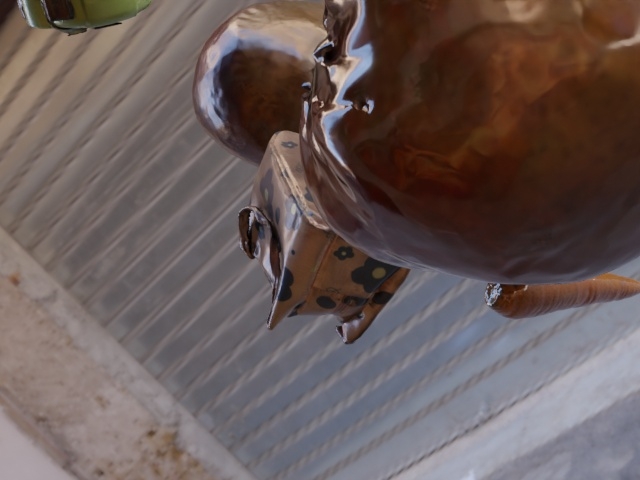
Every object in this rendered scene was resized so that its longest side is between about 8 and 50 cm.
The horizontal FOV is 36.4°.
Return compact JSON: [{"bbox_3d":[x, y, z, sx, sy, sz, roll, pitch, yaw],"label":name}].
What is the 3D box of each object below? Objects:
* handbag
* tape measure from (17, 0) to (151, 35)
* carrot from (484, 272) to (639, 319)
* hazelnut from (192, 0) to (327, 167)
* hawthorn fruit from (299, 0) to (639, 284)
[{"bbox_3d":[0.000,0.000,1.260,0.251,0.190,0.193,-113,39,-52],"label":"handbag"},{"bbox_3d":[-0.298,-0.325,1.280,0.178,0.087,0.154,-22,26,-19],"label":"tape measure"},{"bbox_3d":[0.225,0.042,0.859,0.216,0.048,0.048,0,-26,-38],"label":"carrot"},{"bbox_3d":[-0.062,-0.306,2.021,0.421,0.352,0.421,-8,0,0],"label":"hazelnut"},{"bbox_3d":[0.139,-0.106,0.689,0.308,0.325,0.308,-44,-38,-50],"label":"hawthorn fruit"}]
